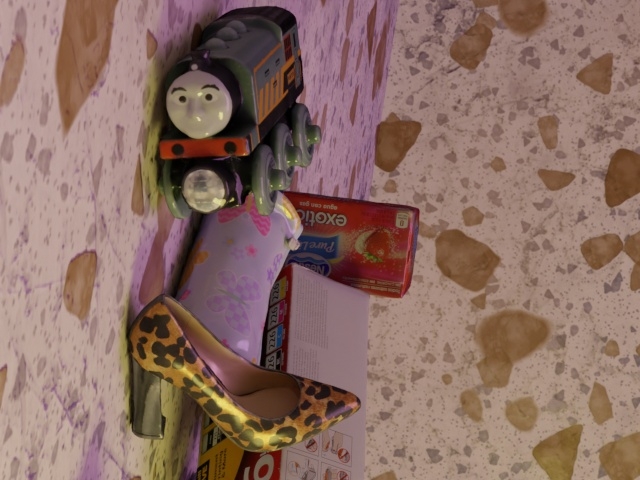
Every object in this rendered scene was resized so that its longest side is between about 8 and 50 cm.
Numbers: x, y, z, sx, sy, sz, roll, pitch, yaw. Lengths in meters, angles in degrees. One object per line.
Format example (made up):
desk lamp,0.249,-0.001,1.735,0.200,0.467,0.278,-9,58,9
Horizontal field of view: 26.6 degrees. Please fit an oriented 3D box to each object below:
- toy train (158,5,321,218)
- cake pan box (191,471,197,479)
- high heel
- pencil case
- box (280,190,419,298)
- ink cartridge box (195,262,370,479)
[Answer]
toy train,-0.094,-0.145,1.503,0.334,0.142,0.190,-58,144,-66
cake pan box,-0.176,0.471,1.801,0.246,0.070,0.266,-65,162,-71
high heel,-0.076,0.135,1.457,0.093,0.261,0.186,-105,-163,-52
pencil case,-0.107,0.057,1.625,0.113,0.124,0.273,-35,-151,46
box,0.000,0.000,1.837,0.128,0.257,0.122,-24,121,-81
ink cartridge box,-0.068,0.233,1.725,0.272,0.130,0.309,-38,-141,44
